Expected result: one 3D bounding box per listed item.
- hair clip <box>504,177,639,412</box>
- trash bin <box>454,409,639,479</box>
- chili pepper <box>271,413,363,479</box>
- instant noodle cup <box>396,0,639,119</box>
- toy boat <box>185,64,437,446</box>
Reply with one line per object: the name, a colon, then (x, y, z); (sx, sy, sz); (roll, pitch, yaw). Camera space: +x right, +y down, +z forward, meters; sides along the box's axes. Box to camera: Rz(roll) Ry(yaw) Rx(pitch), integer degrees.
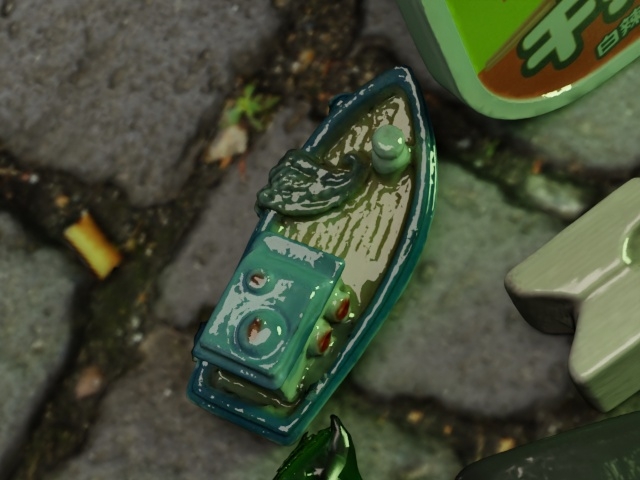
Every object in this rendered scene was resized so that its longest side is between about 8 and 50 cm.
hair clip: (0.263, -0.033, 0.979); (0.331, 0.085, 0.101); (-38, 61, 4)
trash bin: (0.167, 0.243, 0.820); (0.182, 0.209, 0.290); (-18, 59, 4)
chili pepper: (-0.021, 0.206, 0.958); (0.098, 0.061, 0.224); (27, 77, -4)
instant noodle cup: (0.093, -0.279, 1.047); (0.294, 0.294, 0.308); (-37, 56, -2)
toy boat: (0.000, 0.000, 1.029); (0.109, 0.098, 0.238); (23, 74, 20)
